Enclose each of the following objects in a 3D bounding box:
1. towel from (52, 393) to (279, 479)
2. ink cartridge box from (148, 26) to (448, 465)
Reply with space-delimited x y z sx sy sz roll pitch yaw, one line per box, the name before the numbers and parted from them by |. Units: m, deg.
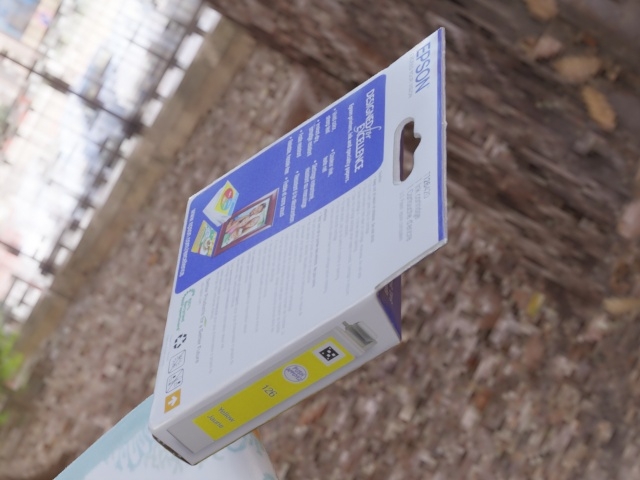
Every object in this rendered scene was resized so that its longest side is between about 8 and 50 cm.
towel | -0.165 0.349 1.521 0.374 0.090 0.320 -41 58 24
ink cartridge box | 0.000 0.000 1.299 0.307 0.072 0.303 -30 31 25
